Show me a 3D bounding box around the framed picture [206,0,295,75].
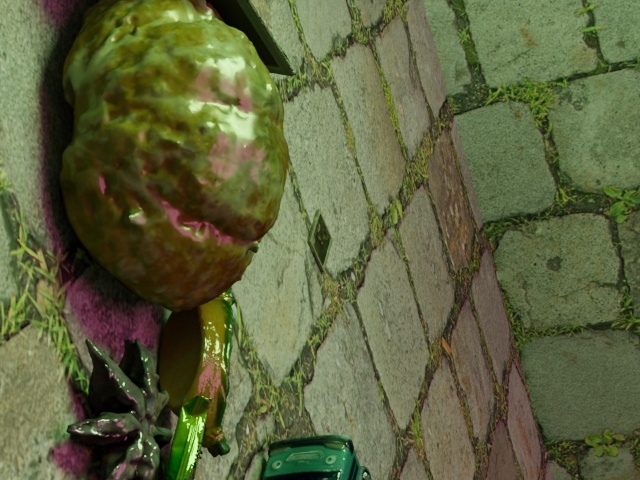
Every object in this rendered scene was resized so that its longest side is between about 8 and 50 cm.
[{"bbox_3d":[-0.163,-0.291,1.408,0.017,0.217,0.274,-62,146,-21],"label":"framed picture"}]

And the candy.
[{"bbox_3d":[-0.145,0.240,1.293,0.178,0.032,0.102,107,-3,-56],"label":"candy"}]

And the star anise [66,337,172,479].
[{"bbox_3d":[-0.195,0.189,1.239,0.180,0.061,0.204,59,27,-43],"label":"star anise"}]

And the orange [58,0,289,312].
[{"bbox_3d":[-0.147,-0.112,1.337,0.271,0.210,0.368,19,63,-56],"label":"orange"}]

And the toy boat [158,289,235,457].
[{"bbox_3d":[-0.130,0.135,1.410,0.088,0.089,0.229,38,38,-41],"label":"toy boat"}]

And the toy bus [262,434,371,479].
[{"bbox_3d":[0.013,0.389,1.615,0.147,0.128,0.256,-72,147,-52],"label":"toy bus"}]

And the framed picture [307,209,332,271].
[{"bbox_3d":[0.000,0.000,1.989,0.089,0.007,0.066,-74,147,-53],"label":"framed picture"}]
